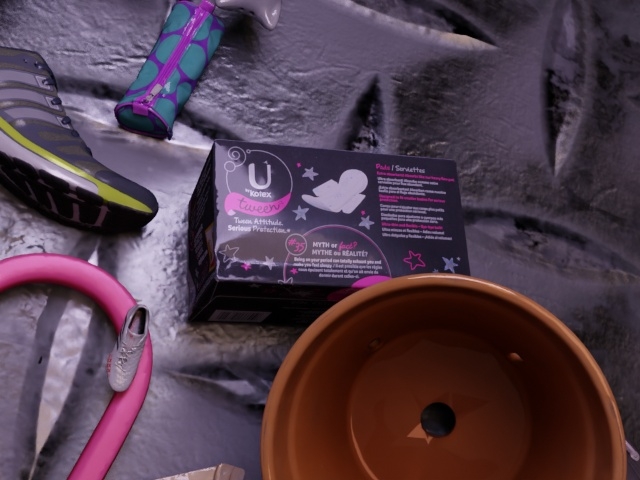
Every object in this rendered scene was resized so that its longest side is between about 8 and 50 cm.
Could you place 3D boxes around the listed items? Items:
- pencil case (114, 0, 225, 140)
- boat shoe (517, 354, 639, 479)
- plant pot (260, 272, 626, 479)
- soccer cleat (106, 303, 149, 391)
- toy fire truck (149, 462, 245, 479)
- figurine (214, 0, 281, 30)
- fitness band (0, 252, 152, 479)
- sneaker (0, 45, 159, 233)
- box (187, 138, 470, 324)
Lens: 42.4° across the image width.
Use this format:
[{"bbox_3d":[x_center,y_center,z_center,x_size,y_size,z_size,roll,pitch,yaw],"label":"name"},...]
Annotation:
[{"bbox_3d":[-0.158,-0.181,0.877,0.065,0.070,0.151,26,68,-9],"label":"pencil case"},{"bbox_3d":[0.287,0.204,0.891,0.095,0.112,0.335,-41,87,-19],"label":"boat shoe"},{"bbox_3d":[0.109,0.178,0.754,0.291,0.203,0.290,-1,85,9],"label":"plant pot"},{"bbox_3d":[-0.176,0.098,0.760,0.029,0.036,0.083,20,70,-16],"label":"soccer cleat"},{"bbox_3d":[-0.090,0.265,0.786,0.192,0.047,0.135,-23,82,-23],"label":"toy fire truck"},{"bbox_3d":[-0.111,-0.338,0.900,0.215,0.092,0.209,25,55,-11],"label":"figurine"},{"bbox_3d":[-0.279,0.149,0.754,0.209,0.054,0.290,30,69,-8],"label":"fitness band"},{"bbox_3d":[-0.281,-0.116,0.801,0.300,0.111,0.121,34,64,-9],"label":"sneaker"},{"bbox_3d":[0.000,0.000,0.827,0.248,0.163,0.142,4,70,-17],"label":"box"}]
